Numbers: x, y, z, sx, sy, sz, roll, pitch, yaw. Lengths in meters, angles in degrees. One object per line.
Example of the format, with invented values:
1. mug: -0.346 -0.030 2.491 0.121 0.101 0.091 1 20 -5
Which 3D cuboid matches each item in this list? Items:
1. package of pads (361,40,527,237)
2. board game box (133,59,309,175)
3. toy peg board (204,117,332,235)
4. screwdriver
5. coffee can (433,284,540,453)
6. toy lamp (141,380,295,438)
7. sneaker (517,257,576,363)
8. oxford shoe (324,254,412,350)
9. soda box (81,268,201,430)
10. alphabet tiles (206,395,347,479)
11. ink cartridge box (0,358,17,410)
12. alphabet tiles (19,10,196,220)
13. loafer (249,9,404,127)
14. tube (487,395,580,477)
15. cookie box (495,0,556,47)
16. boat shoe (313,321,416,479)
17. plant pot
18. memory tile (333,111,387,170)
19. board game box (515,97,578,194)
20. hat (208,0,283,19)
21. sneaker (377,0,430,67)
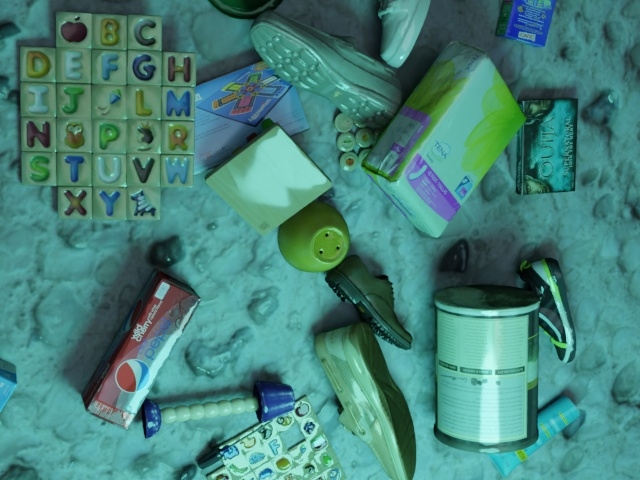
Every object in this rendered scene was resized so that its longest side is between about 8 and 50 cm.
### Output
1. package of pads: 0.225 -0.183 1.666 0.296 0.101 0.229 -54 140 -5
2. board game box: -0.170 -0.212 1.610 0.281 0.027 0.145 -23 107 -14
3. toy peg board: -0.094 -0.120 1.619 0.160 0.079 0.161 -36 124 13
4. screwdriver: -0.154 0.373 1.694 0.170 0.024 0.025 -31 154 8
5. coffee can: 0.316 0.240 1.761 0.201 0.201 0.275 -5 101 -18
6. toy lamp: -0.183 0.302 1.670 0.274 0.080 0.080 -4 101 -18
7. sneaker: 0.453 0.142 1.872 0.097 0.084 0.235 -14 104 9
8. oxford shoe: 0.114 0.117 1.738 0.096 0.083 0.227 -47 114 -17
9. soda box: -0.312 0.186 1.597 0.083 0.092 0.263 31 88 -22
10. alphabet tiles: -0.089 0.437 1.762 0.237 0.009 0.198 -28 107 -12
11. ink cartridge box: -0.589 0.204 1.499 0.180 0.104 0.060 32 88 -21
12. alphabet tiles: -0.352 -0.204 1.537 0.285 0.011 0.342 1 99 -10
13. loafer: 0.016 -0.312 1.612 0.319 0.112 0.111 29 59 -31
14. tube: 0.443 0.404 1.920 0.207 0.052 0.080 -36 99 -3
15. cookie box: 0.392 -0.431 1.756 0.092 0.040 0.107 11 95 -21
16. boat shoe: 0.090 0.315 1.758 0.110 0.121 0.341 -16 104 23
17. plant pot: 0.000 0.000 1.669 0.134 0.095 0.134 -3 100 -18
18. memory tile: 0.099 -0.193 1.713 0.148 0.012 0.113 -12 103 -16
19. board game box: 0.448 -0.186 1.826 0.126 0.026 0.186 -5 101 -18
20. hat: -0.095 -0.469 1.507 0.173 0.183 0.208 25 91 -21
21. sneaker: 0.112 -0.464 1.627 0.169 0.108 0.292 17 84 -19
